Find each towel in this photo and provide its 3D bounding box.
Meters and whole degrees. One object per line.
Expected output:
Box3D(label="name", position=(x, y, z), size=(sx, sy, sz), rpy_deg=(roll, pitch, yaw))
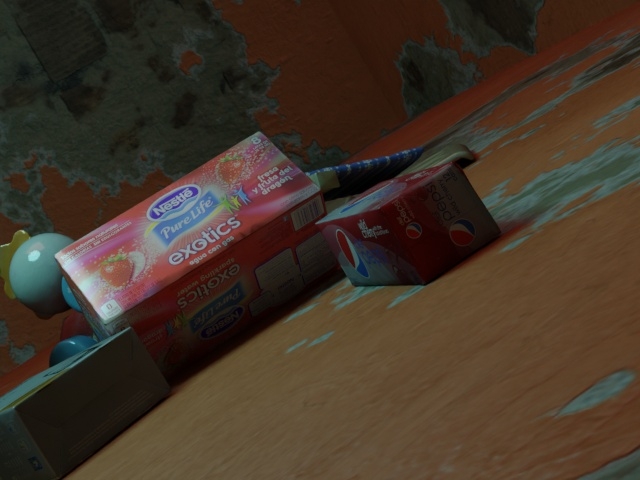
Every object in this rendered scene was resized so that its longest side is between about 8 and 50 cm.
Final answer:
Box3D(label="towel", position=(-0.015, -0.098, 2.244), size=(0.336, 0.040, 0.243), rpy_deg=(-13, -7, -20))

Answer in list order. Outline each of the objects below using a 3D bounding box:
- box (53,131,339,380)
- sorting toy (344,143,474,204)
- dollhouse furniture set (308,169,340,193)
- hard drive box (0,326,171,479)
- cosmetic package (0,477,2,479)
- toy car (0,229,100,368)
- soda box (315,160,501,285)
Box3D(label="box", position=(-0.142, 0.026, 1.566), size=(0.300, 0.154, 0.142), rpy_deg=(-33, 50, -15))
Box3D(label="sorting toy", position=(0.137, -0.088, 1.993), size=(0.208, 0.038, 0.193), rpy_deg=(-26, 6, 7))
Box3D(label="dollhouse furniture set", position=(-0.075, -0.029, 2.075), size=(0.161, 0.101, 0.182), rpy_deg=(-11, -9, -38))
Box3D(label="hard drive box", position=(-0.307, 0.203, 1.437), size=(0.232, 0.089, 0.181), rpy_deg=(-27, 6, 44))
Box3D(label="cosmetic package", position=(-0.439, 0.286, 1.171), size=(0.296, 0.129, 0.153), rpy_deg=(-30, 6, 20))
Box3D(label="toy car", position=(-0.352, 0.076, 1.800), size=(0.238, 0.210, 0.219), rpy_deg=(16, 13, 18))
Box3D(label="soda box", position=(0.078, -0.012, 1.286), size=(0.092, 0.083, 0.263), rpy_deg=(-32, 5, -13))
